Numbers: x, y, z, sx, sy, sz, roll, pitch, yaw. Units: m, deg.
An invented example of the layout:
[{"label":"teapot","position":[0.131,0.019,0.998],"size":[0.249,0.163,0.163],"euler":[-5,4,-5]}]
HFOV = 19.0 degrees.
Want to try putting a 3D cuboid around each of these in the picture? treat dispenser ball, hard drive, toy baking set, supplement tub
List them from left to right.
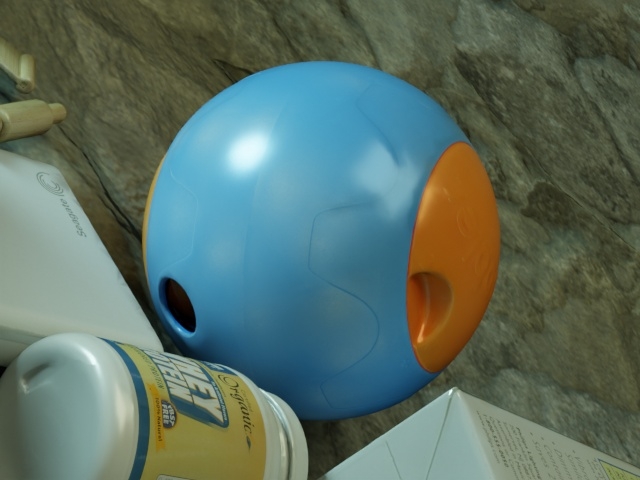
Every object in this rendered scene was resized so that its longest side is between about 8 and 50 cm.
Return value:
[{"label":"hard drive","position":[-0.291,-0.010,1.339],"size":[0.353,0.047,0.233],"euler":[17,29,-46]},{"label":"toy baking set","position":[-0.308,-0.144,1.518],"size":[0.196,0.030,0.256],"euler":[40,17,3]},{"label":"supplement tub","position":[-0.119,0.148,1.325],"size":[0.199,0.144,0.144],"euler":[17,42,-46]},{"label":"treat dispenser ball","position":[0.000,0.000,1.534],"size":[0.288,0.288,0.288],"euler":[35,32,-26]}]

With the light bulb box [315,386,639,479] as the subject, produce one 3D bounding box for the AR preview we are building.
[{"label":"light bulb box","position":[0.171,0.346,1.402],"size":[0.361,0.225,0.358],"euler":[27,36,-48]}]
